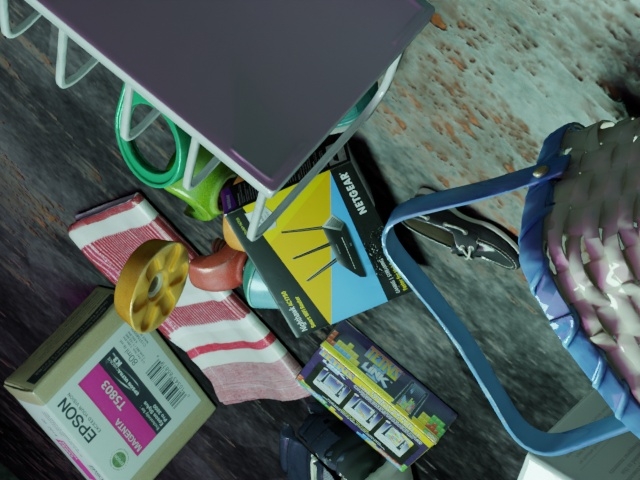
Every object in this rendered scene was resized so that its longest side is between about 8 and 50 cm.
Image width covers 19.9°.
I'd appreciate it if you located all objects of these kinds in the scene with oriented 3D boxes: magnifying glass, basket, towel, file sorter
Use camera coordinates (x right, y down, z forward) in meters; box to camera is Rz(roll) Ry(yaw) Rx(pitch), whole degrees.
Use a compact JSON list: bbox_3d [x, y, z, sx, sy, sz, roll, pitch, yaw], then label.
[{"bbox_3d":[-0.167,-0.160,1.758,0.092,0.026,0.231,17,124,38],"label":"magnifying glass"},{"bbox_3d":[0.220,0.041,1.368,0.289,0.201,0.255,-21,119,29],"label":"basket"},{"bbox_3d":[-0.166,0.081,2.276,0.329,0.037,0.237,48,155,-14],"label":"towel"},{"bbox_3d":[-0.092,-0.164,1.402,0.277,0.193,0.173,39,161,5],"label":"file sorter"}]

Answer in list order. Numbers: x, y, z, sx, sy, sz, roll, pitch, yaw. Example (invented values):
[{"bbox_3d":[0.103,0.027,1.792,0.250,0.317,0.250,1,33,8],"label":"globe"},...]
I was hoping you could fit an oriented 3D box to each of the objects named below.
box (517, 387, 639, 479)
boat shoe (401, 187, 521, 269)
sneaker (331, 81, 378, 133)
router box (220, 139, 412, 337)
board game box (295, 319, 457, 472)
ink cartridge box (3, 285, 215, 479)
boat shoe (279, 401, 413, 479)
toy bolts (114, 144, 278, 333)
[{"bbox_3d":[0.340,0.320,1.662,0.345,0.168,0.215,33,130,21],"label":"box"},{"bbox_3d":[0.130,-0.003,1.673,0.125,0.038,0.046,33,155,18],"label":"boat shoe"},{"bbox_3d":[-0.077,-0.206,1.553,0.302,0.108,0.121,37,160,15],"label":"sneaker"},{"bbox_3d":[0.000,0.000,1.767,0.046,0.133,0.179,-102,-13,-51],"label":"router box"},{"bbox_3d":[0.061,0.178,2.081,0.170,0.048,0.141,41,155,3],"label":"board game box"},{"bbox_3d":[-0.283,0.212,2.482,0.088,0.193,0.235,9,141,52],"label":"ink cartridge box"},{"bbox_3d":[0.046,0.342,2.319,0.158,0.127,0.340,32,148,35],"label":"boat shoe"},{"bbox_3d":[-0.078,0.032,1.882,0.158,0.218,0.228,24,170,23],"label":"toy bolts"}]
